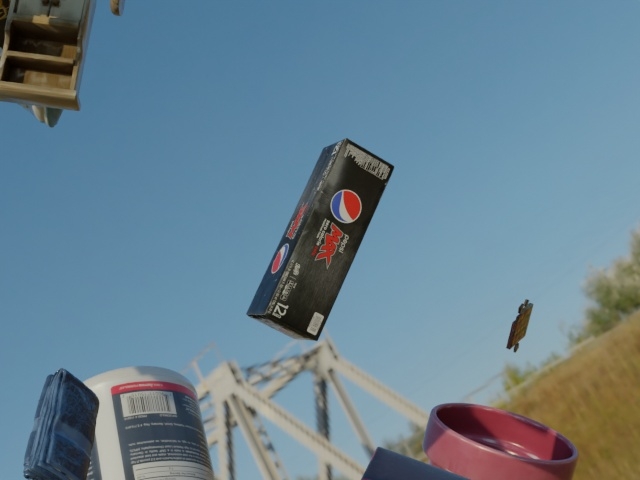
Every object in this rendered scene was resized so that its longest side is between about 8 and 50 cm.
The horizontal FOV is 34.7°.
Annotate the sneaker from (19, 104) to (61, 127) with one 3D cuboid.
[{"bbox_3d":[-0.473,-0.245,1.715,0.087,0.092,0.228,-65,14,-5],"label":"sneaker"}]

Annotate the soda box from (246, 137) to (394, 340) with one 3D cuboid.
[{"bbox_3d":[0.000,0.000,0.880,0.169,0.053,0.060,-65,16,-12],"label":"soda box"}]

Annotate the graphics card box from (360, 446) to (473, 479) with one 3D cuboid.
[{"bbox_3d":[0.104,0.272,0.703,0.371,0.232,0.094,-30,-43,-74],"label":"graphics card box"}]

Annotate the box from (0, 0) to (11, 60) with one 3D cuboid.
[{"bbox_3d":[-0.529,-0.377,1.490,0.257,0.079,0.322,-17,-26,-7],"label":"box"}]

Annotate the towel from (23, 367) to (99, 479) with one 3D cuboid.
[{"bbox_3d":[-0.238,0.181,0.956,0.029,0.119,0.067,-28,-53,21],"label":"towel"}]

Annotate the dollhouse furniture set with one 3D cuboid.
[{"bbox_3d":[-0.337,-0.280,1.198,0.212,0.161,0.242,7,-18,-3],"label":"dollhouse furniture set"}]

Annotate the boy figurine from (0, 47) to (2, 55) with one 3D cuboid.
[{"bbox_3d":[-0.299,-0.159,0.781,0.092,0.285,0.177,-10,-25,12],"label":"boy figurine"}]

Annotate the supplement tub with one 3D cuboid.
[{"bbox_3d":[-0.230,0.317,1.311,0.191,0.272,0.191,-12,-34,-8],"label":"supplement tub"}]

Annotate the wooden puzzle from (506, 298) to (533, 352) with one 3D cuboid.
[{"bbox_3d":[0.256,0.109,1.313,0.049,0.006,0.083,-27,-47,-51],"label":"wooden puzzle"}]

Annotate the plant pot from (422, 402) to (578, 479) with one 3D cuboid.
[{"bbox_3d":[0.225,0.337,1.371,0.201,0.201,0.180,0,-75,-54],"label":"plant pot"}]
